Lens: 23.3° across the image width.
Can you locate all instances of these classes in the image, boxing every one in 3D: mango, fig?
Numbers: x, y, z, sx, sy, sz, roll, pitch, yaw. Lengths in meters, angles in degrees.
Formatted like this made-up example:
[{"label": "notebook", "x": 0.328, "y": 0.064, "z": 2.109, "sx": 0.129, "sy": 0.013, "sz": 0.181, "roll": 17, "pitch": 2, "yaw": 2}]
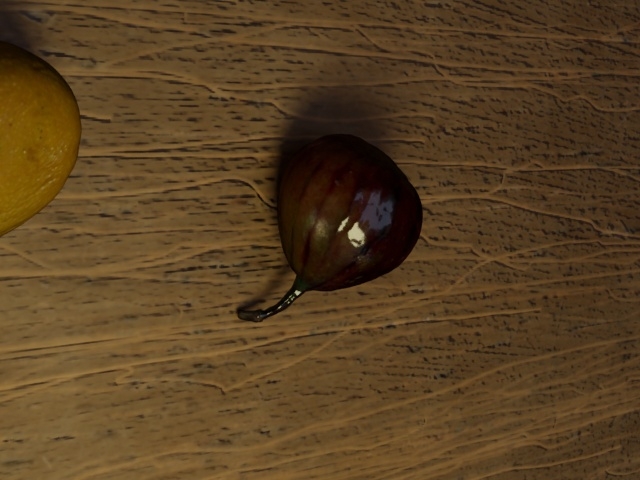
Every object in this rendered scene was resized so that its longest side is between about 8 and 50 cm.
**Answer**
[{"label": "mango", "x": -0.318, "y": -0.069, "z": 1.214, "sx": 0.295, "sy": 0.120, "sz": 0.177, "roll": -17, "pitch": 113, "yaw": -41}, {"label": "fig", "x": 0.025, "y": -0.012, "z": 1.541, "sx": 0.148, "sy": 0.149, "sz": 0.202, "roll": 15, "pitch": 74, "yaw": -27}]
